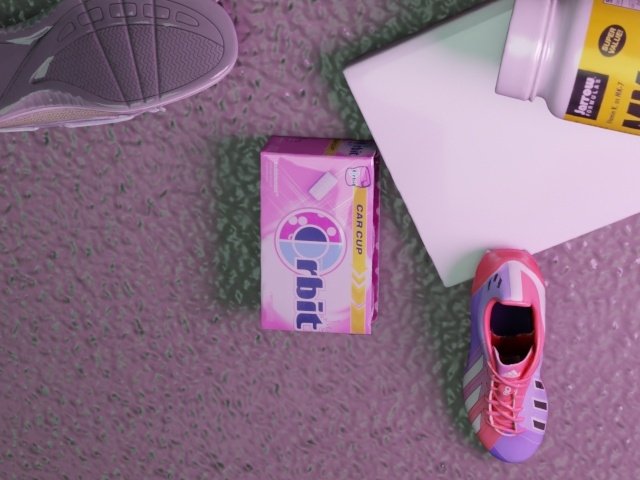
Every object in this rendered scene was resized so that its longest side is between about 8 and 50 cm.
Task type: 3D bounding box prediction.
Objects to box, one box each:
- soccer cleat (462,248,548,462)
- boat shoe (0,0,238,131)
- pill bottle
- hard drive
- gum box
[{"bbox_3d":[0.176,0.122,1.635,0.083,0.095,0.248,0,122,4],"label":"soccer cleat"},{"bbox_3d":[-0.230,-0.161,1.629,0.320,0.103,0.118,-14,87,8],"label":"boat shoe"},{"bbox_3d":[0.260,-0.151,1.484,0.208,0.119,0.119,12,110,5],"label":"pill bottle"},{"bbox_3d":[0.229,-0.124,1.586,0.353,0.047,0.233,-22,104,15],"label":"hard drive"},{"bbox_3d":[0.000,0.000,1.656,0.107,0.062,0.188,3,109,8],"label":"gum box"}]
